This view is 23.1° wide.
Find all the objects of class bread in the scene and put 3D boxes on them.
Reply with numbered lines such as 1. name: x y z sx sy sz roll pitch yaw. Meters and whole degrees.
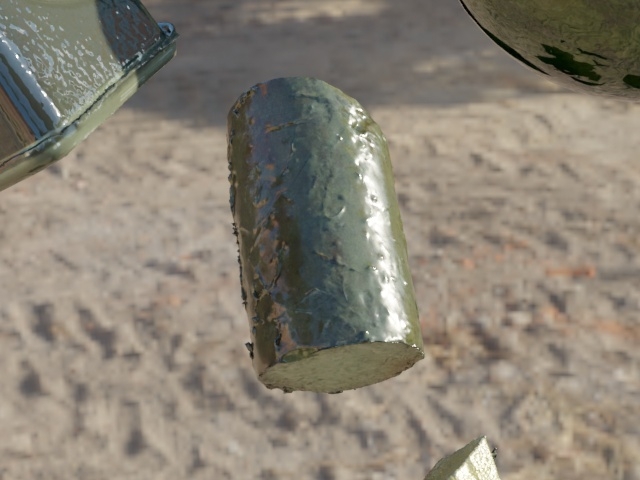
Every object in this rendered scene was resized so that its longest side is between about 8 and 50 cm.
1. bread: 0.140 0.238 1.361 0.109 0.084 0.080 49 44 4

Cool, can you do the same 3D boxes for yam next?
1. yam: 0.000 0.000 1.513 0.168 0.168 0.304 -5 59 -5

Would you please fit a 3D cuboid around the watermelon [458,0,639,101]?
1. watermelon: 0.178 -0.195 0.844 0.242 0.242 0.242 -2 22 1

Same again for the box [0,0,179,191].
1. box: -0.242 -0.168 1.276 0.138 0.178 0.274 -25 17 25
